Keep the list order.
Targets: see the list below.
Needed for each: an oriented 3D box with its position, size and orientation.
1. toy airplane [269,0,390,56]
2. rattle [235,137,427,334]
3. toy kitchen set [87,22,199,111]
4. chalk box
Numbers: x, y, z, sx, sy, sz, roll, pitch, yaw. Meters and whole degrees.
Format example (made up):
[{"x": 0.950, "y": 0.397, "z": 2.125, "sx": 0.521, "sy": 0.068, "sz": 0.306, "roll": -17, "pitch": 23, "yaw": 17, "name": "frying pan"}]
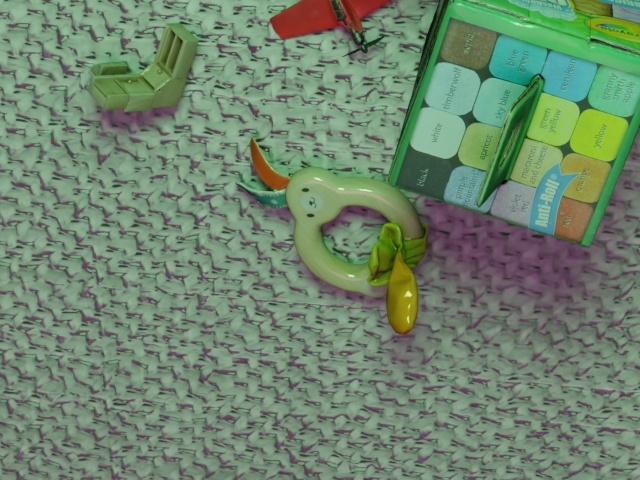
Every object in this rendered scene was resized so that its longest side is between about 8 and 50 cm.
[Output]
[{"x": 0.010, "y": -0.234, "z": 1.428, "sx": 0.151, "sy": 0.028, "sz": 0.151, "roll": 7, "pitch": 120, "yaw": 13, "name": "toy airplane"}, {"x": 0.000, "y": 0.000, "z": 1.503, "sx": 0.200, "sy": 0.143, "sz": 0.130, "roll": 36, "pitch": 137, "yaw": -17, "name": "rattle"}, {"x": -0.174, "y": -0.170, "z": 1.482, "sx": 0.068, "sy": 0.083, "sz": 0.075, "roll": 45, "pitch": 127, "yaw": 34, "name": "toy kitchen set"}, {"x": 0.171, "y": -0.126, "z": 1.307, "sx": 0.179, "sy": 0.289, "sz": 0.180, "roll": 17, "pitch": 123, "yaw": 0, "name": "chalk box"}]
